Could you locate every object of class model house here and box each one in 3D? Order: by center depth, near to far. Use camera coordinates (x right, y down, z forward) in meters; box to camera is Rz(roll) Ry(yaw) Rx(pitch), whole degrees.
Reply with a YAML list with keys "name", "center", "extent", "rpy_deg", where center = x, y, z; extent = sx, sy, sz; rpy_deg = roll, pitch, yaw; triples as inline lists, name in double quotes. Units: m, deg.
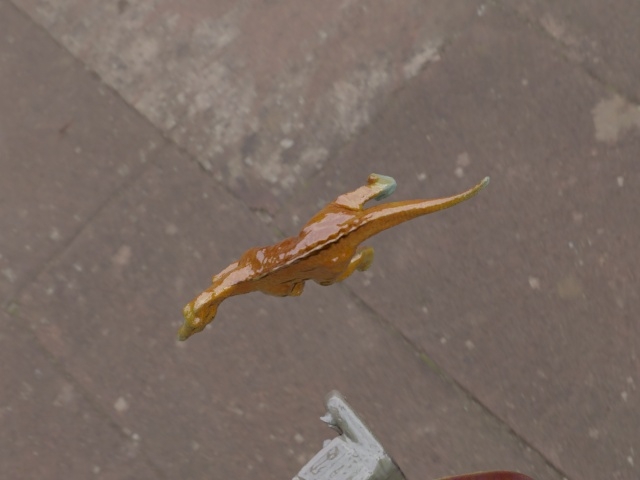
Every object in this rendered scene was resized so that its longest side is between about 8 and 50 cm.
- name: "model house"
  center: [0.018, 0.288, 1.421]
  extent: [0.122, 0.229, 0.188]
  rpy_deg: [32, 76, 31]

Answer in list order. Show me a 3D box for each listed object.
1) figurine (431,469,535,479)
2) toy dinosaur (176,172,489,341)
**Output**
- name: "figurine"
  center: [0.031, 0.141, 0.465]
  extent: [0.154, 0.098, 0.082]
  rpy_deg: [-41, 80, 31]
- name: "toy dinosaur"
  center: [-0.001, 0.000, 0.886]
  extent: [0.212, 0.142, 0.057]
  rpy_deg: [-37, 80, 41]
